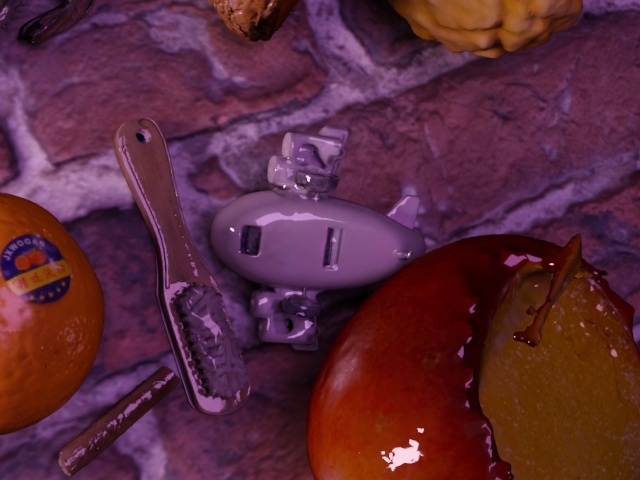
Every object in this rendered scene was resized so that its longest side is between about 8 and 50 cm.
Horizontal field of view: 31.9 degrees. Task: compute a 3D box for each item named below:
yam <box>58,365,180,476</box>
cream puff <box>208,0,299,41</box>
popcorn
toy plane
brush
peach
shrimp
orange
[{"bbox_3d":[-0.204,0.180,1.129,0.145,0.032,0.032,-40,98,-25],"label":"yam"},{"bbox_3d":[-0.088,-0.323,1.200,0.169,0.183,0.183,33,68,0],"label":"cream puff"},{"bbox_3d":[0.210,-0.393,1.298,0.381,0.349,0.349,-27,93,-52],"label":"popcorn"},{"bbox_3d":[0.001,0.001,1.211,0.252,0.118,0.252,-4,101,-23],"label":"toy plane"},{"bbox_3d":[-0.142,0.024,1.170,0.070,0.065,0.327,-18,88,-24],"label":"brush"},{"bbox_3d":[0.148,0.187,1.132,0.335,0.310,0.406,48,48,-28],"label":"peach"},{"bbox_3d":[-0.298,-0.250,1.143,0.126,0.047,0.223,47,60,-38],"label":"shrimp"},{"bbox_3d":[-0.296,0.064,1.007,0.193,0.219,0.219,-25,92,-54],"label":"orange"}]
